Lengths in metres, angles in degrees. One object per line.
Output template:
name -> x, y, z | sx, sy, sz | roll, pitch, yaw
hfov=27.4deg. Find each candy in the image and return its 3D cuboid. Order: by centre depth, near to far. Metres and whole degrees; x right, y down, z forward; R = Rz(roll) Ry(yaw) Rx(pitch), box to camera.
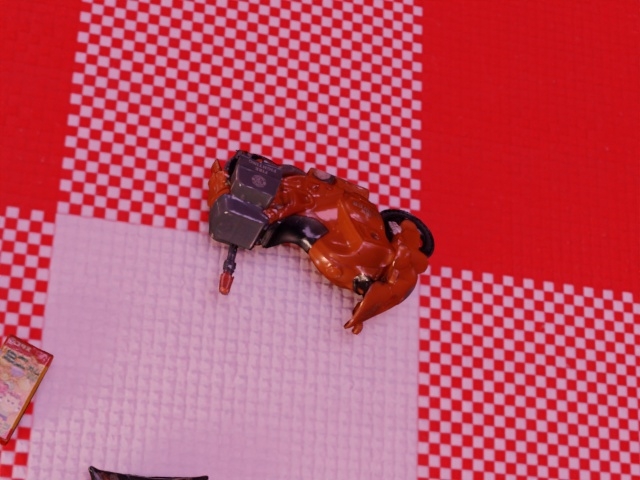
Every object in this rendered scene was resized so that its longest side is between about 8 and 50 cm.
candy -> -0.377, 0.180, 1.576 | 0.062, 0.038, 0.122 | 28, 65, -6

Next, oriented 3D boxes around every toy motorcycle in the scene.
toy motorcycle -> 0.000, 0.000, 1.715 | 0.325, 0.148, 0.221 | 20, 44, -12

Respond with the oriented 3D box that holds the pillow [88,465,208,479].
pillow -> -0.209, 0.323, 1.572 | 0.150, 0.048, 0.090 | 8, 66, -17
